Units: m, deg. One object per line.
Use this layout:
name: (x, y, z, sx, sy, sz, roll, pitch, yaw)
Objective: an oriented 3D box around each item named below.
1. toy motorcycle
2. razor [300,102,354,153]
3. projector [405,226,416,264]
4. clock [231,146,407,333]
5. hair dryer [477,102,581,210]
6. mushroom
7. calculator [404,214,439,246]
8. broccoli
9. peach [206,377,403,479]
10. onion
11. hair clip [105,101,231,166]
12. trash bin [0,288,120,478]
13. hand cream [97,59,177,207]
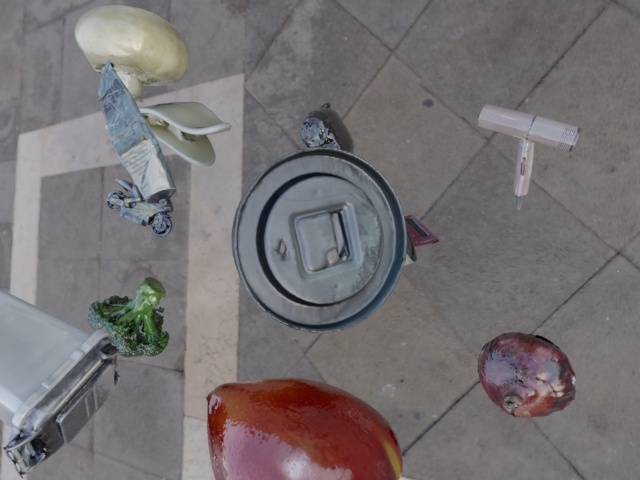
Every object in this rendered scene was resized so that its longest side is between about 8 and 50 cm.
toy motorcycle: (-0.443, -0.098, 1.183, 0.193, 0.061, 0.124, 29, 85, 6)
razor: (0.029, -0.319, 1.429, 0.107, 0.327, 0.189, -30, 106, 16)
projector: (0.054, 0.051, 1.117, 0.337, 0.108, 0.108, -19, 77, 24)
clock: (0.000, -0.001, 0.824, 0.066, 0.318, 0.319, -177, 92, -68)
hair dryer: (0.423, -0.175, 1.024, 0.195, 0.054, 0.221, 23, 138, 20)
mushroom: (-0.434, -0.421, 1.076, 0.246, 0.246, 0.203, 11, 88, 33)
calculator: (0.225, -0.025, 1.305, 0.127, 0.190, 0.034, 56, 139, 44)
broccoli: (-0.648, 0.277, 1.658, 0.297, 0.297, 0.297, -46, 64, 10)
peach: (-0.024, 0.336, 0.740, 0.361, 0.258, 0.201, 35, 152, 1)
onion: (0.534, 0.370, 1.242, 0.252, 0.219, 0.252, 19, 128, 26)
hair clip: (-0.329, -0.264, 1.068, 0.282, 0.172, 0.113, 30, 122, 21)
trash bin: (-0.683, 0.293, 1.048, 0.367, 0.296, 0.256, 30, 137, 4)
hand cream: (-0.299, -0.164, 0.760, 0.075, 0.052, 0.248, -31, 79, 25)
